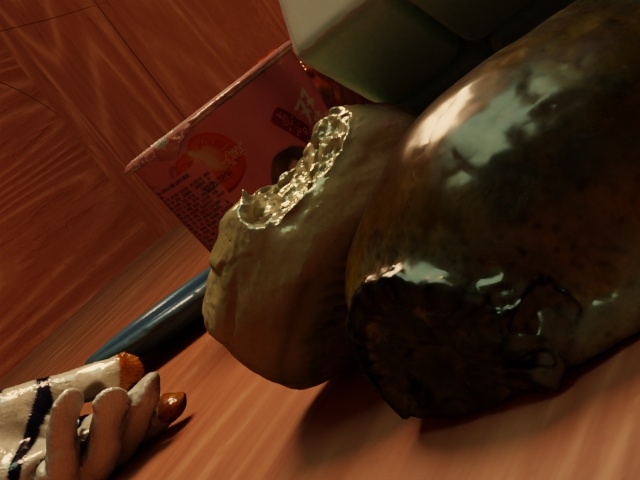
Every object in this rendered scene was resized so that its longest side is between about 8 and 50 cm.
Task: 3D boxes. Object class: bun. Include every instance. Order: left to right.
[{"bbox_3d":[0.000,0.000,0.894,0.210,0.116,0.237,-32,-33,-46],"label":"bun"}]

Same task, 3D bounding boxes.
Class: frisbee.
[{"bbox_3d":[-0.198,0.104,1.734,0.289,0.049,0.289,-35,5,3],"label":"frisbee"}]

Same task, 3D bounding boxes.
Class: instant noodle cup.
[{"bbox_3d":[-0.057,-0.065,1.408,0.243,0.231,0.243,-38,8,6],"label":"instant noodle cup"}]

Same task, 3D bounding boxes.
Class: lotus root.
[{"bbox_3d":[0.111,-0.024,0.740,0.260,0.149,0.267,-40,5,-24],"label":"lotus root"}]

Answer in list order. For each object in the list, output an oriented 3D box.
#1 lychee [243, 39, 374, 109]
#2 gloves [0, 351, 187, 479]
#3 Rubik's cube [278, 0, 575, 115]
[{"bbox_3d":[-0.026,-0.127,1.684,0.255,0.255,0.300,-47,-21,-52],"label":"lychee"},{"bbox_3d":[-0.234,0.190,1.211,0.219,0.131,0.140,-6,10,6],"label":"gloves"},{"bbox_3d":[0.154,-0.280,0.939,0.322,0.318,0.316,-37,-37,28],"label":"Rubik's cube"}]
